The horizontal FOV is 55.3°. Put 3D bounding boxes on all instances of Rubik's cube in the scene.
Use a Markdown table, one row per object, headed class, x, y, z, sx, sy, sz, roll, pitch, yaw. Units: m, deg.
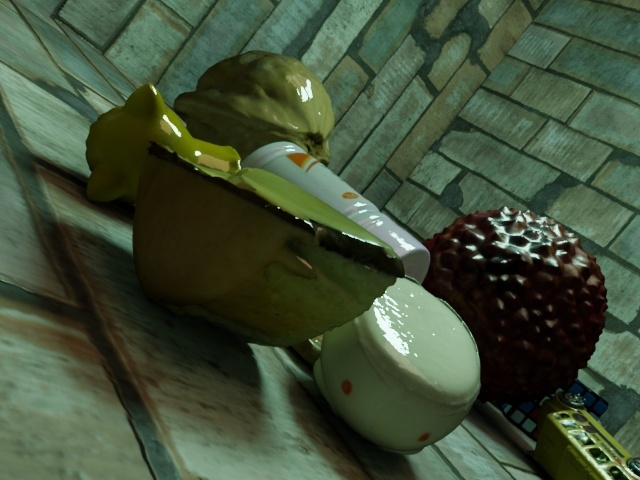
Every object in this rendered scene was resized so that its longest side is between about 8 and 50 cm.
| class | x | y | z | sx | sy | sz | roll | pitch | yaw |
| --- | --- | --- | --- | --- | --- | --- | --- | --- | --- |
| Rubik's cube | 0.570 | 0.401 | 1.535 | 0.184 | 0.182 | 0.187 | 39 | 5 | 4 |

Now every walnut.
| class | x | y | z | sx | sy | sz | roll | pitch | yaw |
| --- | --- | --- | --- | --- | --- | --- | --- | --- | --- |
| walnut | -0.151 | -0.276 | 1.467 | 0.383 | 0.383 | 0.383 | 38 | 5 | -4 |

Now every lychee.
| class | x | y | z | sx | sy | sz | roll | pitch | yaw |
| --- | --- | --- | --- | --- | --- | --- | --- | --- | --- |
| lychee | 0.406 | 0.140 | 1.323 | 0.500 | 0.424 | 0.424 | 12 | 21 | -37 |

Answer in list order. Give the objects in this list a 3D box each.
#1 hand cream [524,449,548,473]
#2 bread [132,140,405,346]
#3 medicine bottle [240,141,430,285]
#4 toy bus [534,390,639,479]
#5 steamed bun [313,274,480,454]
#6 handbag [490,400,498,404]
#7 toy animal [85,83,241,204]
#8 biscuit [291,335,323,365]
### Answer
| class | x | y | z | sx | sy | sz | roll | pitch | yaw |
| --- | --- | --- | --- | --- | --- | --- | --- | --- | --- |
| hand cream | 0.505 | 0.483 | 1.157 | 0.256 | 0.055 | 0.088 | 33 | 8 | 35 |
| bread | -0.082 | 0.006 | 0.577 | 0.204 | 0.162 | 0.262 | 34 | -8 | -38 |
| medicine bottle | 0.000 | 0.000 | 0.998 | 0.316 | 0.202 | 0.202 | 42 | 6 | 27 |
| toy bus | 0.483 | 0.404 | 1.084 | 0.123 | 0.121 | 0.335 | 3 | 20 | -14 |
| steamed bun | 0.078 | 0.138 | 0.665 | 0.177 | 0.130 | 0.228 | 36 | 25 | -2 |
| handbag | 0.371 | 0.286 | 1.616 | 0.274 | 0.100 | 0.269 | 39 | 6 | -1 |
| toy animal | -0.182 | -0.081 | 0.779 | 0.230 | 0.156 | 0.156 | 31 | 9 | -44 |
| biscuit | -0.004 | 0.126 | 0.784 | 0.225 | 0.036 | 0.166 | 39 | 8 | -22 |
